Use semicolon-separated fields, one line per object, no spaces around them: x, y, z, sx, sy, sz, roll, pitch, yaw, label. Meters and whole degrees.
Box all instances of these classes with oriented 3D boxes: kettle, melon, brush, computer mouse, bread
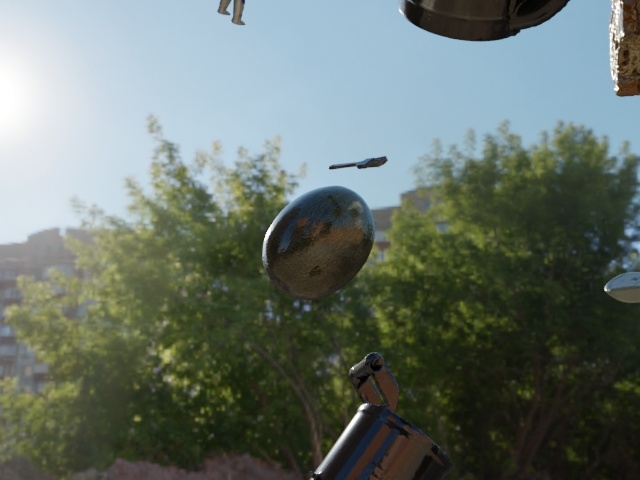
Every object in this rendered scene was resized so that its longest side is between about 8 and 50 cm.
0.285;-0.497;1.291;0.228;0.321;0.324;-28;-40;-34;kettle
0.000;0.000;1.961;0.237;0.301;0.237;35;-24;18;melon
0.080;-0.173;1.869;0.170;0.014;0.043;-2;27;46;brush
0.737;0.108;1.858;0.089;0.056;0.182;-39;13;-30;computer mouse
0.743;-0.534;1.919;0.109;0.380;0.185;2;-15;11;bread

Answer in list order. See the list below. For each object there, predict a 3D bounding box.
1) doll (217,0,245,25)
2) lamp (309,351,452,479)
-0.129;-0.498;1.431;0.057;0.227;0.114;4;24;-24;doll
0.088;0.435;1.480;0.272;0.374;0.205;-32;-10;-18;lamp
